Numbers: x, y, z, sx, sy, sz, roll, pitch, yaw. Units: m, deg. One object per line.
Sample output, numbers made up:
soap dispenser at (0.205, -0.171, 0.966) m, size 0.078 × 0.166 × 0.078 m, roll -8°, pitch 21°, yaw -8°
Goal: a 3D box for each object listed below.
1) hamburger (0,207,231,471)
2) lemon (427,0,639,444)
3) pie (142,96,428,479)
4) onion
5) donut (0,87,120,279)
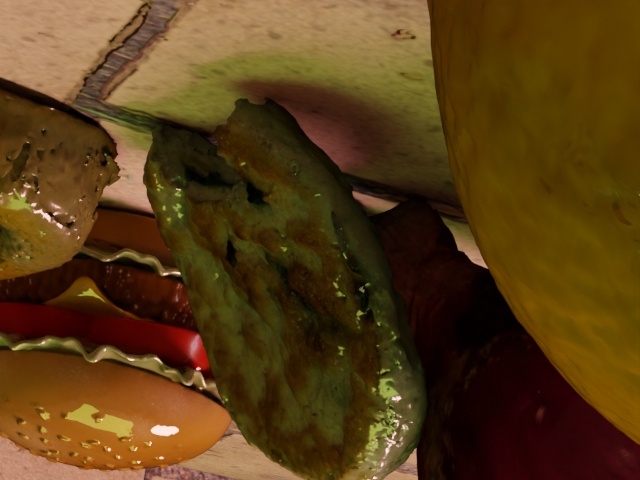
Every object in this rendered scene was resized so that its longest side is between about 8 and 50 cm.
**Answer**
hamburger at (-0.196, 0.102, 1.594) m, size 0.274 × 0.212 × 0.274 m, roll 10°, pitch 165°, yaw 3°
lemon at (0.194, -0.060, 0.599) m, size 0.336 × 0.336 × 0.336 m, roll 10°, pitch 164°, yaw 3°
pie at (-0.029, 0.041, 1.244) m, size 0.067 × 0.302 × 0.302 m, roll -26°, pitch -176°, yaw -30°
onion at (0.179, 0.138, 1.294) m, size 0.420 × 0.398 × 0.398 m, roll 32°, pitch 166°, yaw 7°
donut at (-0.291, -0.045, 1.347) m, size 0.272 × 0.107 × 0.272 m, roll 8°, pitch 164°, yaw 2°
